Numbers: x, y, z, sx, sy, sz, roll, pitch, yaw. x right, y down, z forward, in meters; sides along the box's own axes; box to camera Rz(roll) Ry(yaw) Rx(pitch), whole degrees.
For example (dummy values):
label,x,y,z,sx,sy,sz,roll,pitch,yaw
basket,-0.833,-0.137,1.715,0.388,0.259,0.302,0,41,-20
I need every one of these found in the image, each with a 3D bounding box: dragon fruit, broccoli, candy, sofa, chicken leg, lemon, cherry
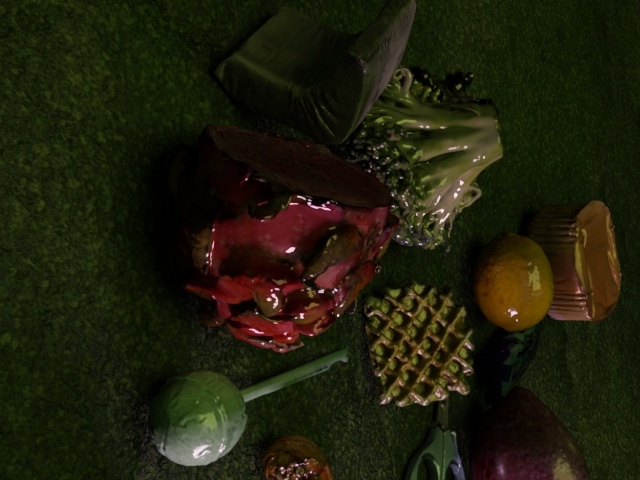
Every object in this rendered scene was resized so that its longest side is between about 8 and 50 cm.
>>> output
label,x,y,z,sx,sy,sz,roll,pitch,yaw
dragon fruit,-0.080,0.010,1.093,0.314,0.296,0.262,-3,121,-53
broccoli,0.166,-0.151,1.428,0.324,0.272,0.334,89,0,-71
candy,-0.074,0.205,1.179,0.440,0.119,0.119,-12,94,-58
sofa,-0.006,-0.281,1.210,0.210,0.225,0.176,-53,165,-39
chicken leg,-0.013,0.370,1.223,0.207,0.085,0.101,58,11,-35
candy,0.422,0.228,1.771,0.275,0.070,0.145,-42,137,-46
lemon,0.394,0.082,1.696,0.170,0.170,0.207,-2,85,-50
cherry,0.395,0.430,1.592,0.203,0.230,0.300,-2,71,-16

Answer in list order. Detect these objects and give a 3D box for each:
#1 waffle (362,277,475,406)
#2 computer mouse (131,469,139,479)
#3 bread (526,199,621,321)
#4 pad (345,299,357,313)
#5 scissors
label,x,y,z,sx,sy,sz,roll,pitch,yaw
waffle,0.175,0.175,1.451,0.204,0.054,0.223,-6,80,-18
computer mouse,-0.251,0.450,0.905,0.199,0.115,0.389,45,38,-57
bread,0.588,0.046,1.947,0.204,0.156,0.288,-35,113,-39
pad,-0.017,0.026,1.323,0.233,0.022,0.174,9,78,-48
scissors,0.232,0.342,1.562,0.191,0.029,0.360,28,64,-43
